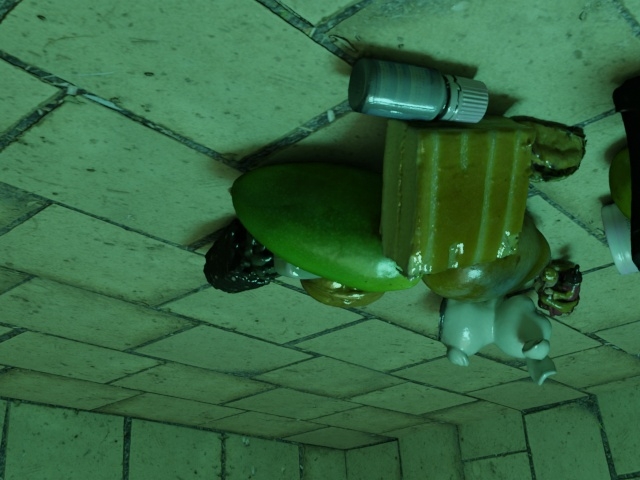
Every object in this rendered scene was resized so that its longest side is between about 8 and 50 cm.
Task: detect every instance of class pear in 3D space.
[{"bbox_3d":[0.596,-0.100,1.409,0.149,0.162,0.149,-12,150,-7],"label":"pear"}]

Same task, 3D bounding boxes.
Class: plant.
[{"bbox_3d":[-0.147,0.031,1.608,0.129,0.132,0.194,14,153,-40],"label":"plant"}]

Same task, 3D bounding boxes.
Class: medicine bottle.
[{"bbox_3d":[0.147,-0.217,1.171,0.203,0.083,0.083,6,153,-18],"label":"medicine bottle"},{"bbox_3d":[0.709,-0.032,1.569,0.254,0.152,0.152,-16,152,25],"label":"medicine bottle"}]

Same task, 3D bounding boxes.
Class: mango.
[{"bbox_3d":[0.333,0.021,1.569,0.384,0.199,0.221,0,137,-45],"label":"mango"},{"bbox_3d":[0.026,-0.037,1.397,0.382,0.225,0.201,19,147,-4],"label":"mango"}]

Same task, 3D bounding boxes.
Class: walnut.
[{"bbox_3d":[0.056,0.068,1.691,0.207,0.159,0.159,5,154,-7],"label":"walnut"}]

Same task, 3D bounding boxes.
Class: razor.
[{"bbox_3d":[0.532,-0.092,1.218,0.107,0.326,0.189,-11,155,30],"label":"razor"}]

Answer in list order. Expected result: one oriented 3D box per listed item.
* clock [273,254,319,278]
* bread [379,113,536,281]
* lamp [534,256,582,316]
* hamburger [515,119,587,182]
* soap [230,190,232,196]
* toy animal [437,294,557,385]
[{"bbox_3d":[0.000,0.000,1.550,0.191,0.151,0.062,3,-179,-38],"label":"clock"},{"bbox_3d":[0.222,-0.074,1.273,0.239,0.246,0.111,-6,-159,-27],"label":"bread"},{"bbox_3d":[0.568,0.107,1.886,0.118,0.118,0.253,-11,160,15],"label":"lamp"},{"bbox_3d":[0.379,-0.138,1.358,0.176,0.102,0.087,9,164,-26],"label":"hamburger"},{"bbox_3d":[-0.126,-0.089,1.489,0.089,0.012,0.034,1,154,-10],"label":"soap"},{"bbox_3d":[0.456,0.227,2.002,0.310,0.247,0.182,12,129,15],"label":"toy animal"}]
